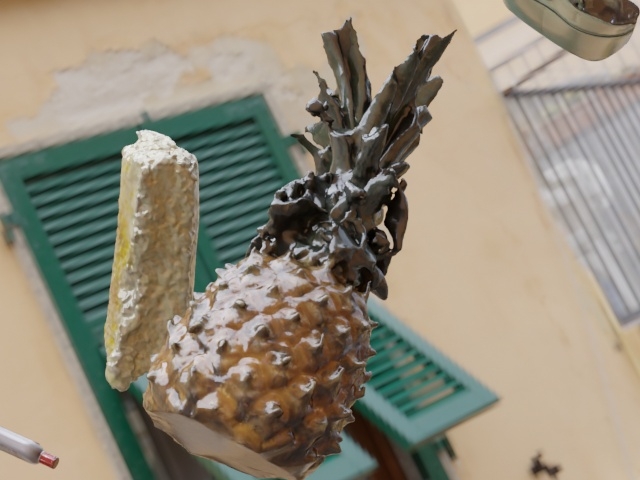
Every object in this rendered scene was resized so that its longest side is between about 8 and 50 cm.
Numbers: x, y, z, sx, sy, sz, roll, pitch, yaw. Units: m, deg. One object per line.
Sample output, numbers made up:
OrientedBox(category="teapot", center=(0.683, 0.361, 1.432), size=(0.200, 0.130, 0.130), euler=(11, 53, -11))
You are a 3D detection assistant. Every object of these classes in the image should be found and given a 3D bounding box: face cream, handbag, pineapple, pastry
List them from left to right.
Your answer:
OrientedBox(category="face cream", center=(-0.310, 0.216, 1.398), size=(0.040, 0.083, 0.021), euler=(85, -150, -60))
OrientedBox(category="pastry", center=(-0.168, 0.024, 1.335), size=(0.089, 0.258, 0.121), euler=(3, 9, -3))
OrientedBox(category="pineapple", center=(0.001, 0.002, 1.023), size=(0.364, 0.166, 0.165), euler=(-65, 9, -24))
OrientedBox(category="handbag", center=(0.320, -0.343, 1.773), size=(0.109, 0.241, 0.315), euler=(-56, -12, 2))
